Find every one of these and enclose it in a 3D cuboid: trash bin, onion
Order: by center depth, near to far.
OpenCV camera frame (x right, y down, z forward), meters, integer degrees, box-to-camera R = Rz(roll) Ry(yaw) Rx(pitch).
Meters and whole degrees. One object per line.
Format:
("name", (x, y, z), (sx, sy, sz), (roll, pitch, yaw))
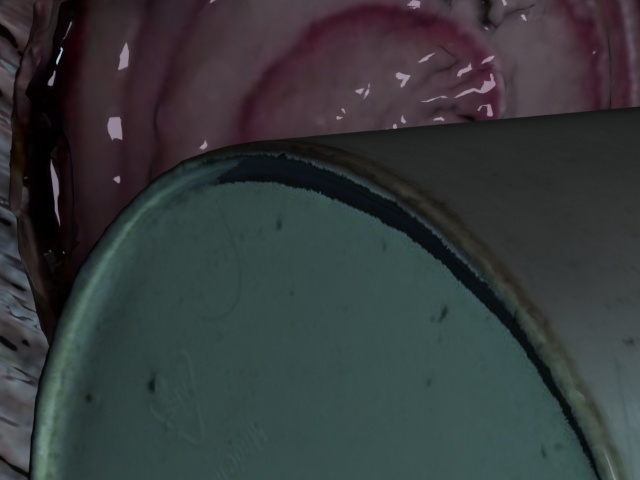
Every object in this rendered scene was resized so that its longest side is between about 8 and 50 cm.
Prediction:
("trash bin", (0.153, 0.082, 0.559), (0.432, 0.280, 0.280), (-4, 86, -40))
("onion", (0.000, 0.000, 0.673), (0.314, 0.146, 0.280), (-20, 111, -40))
